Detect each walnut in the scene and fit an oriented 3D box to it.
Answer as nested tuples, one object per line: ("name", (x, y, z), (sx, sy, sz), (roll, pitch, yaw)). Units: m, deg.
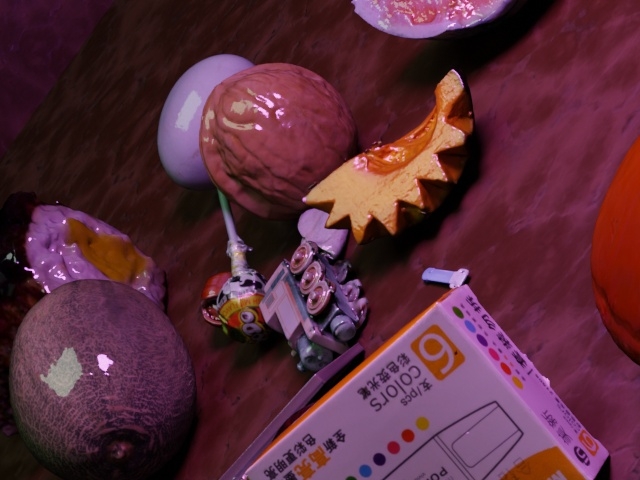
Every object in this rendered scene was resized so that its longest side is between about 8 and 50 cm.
("walnut", (-0.060, -0.140, 2.220), (0.228, 0.228, 0.228), (-40, 28, 26))

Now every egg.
("egg", (-0.166, -0.184, 2.524), (0.168, 0.168, 0.231), (-7, 54, 58))

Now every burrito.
("burrito", (0.003, -0.001, 2.136), (0.074, 0.044, 0.118), (-19, 38, 21))

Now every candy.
("candy", (-0.116, 0.013, 2.197), (0.083, 0.091, 0.305), (-16, 49, 0))

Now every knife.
("knife", (0.145, 0.043, 1.873), (0.027, 0.010, 0.096), (-59, 23, -11))

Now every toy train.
("toy train", (-0.008, 0.085, 2.013), (0.125, 0.081, 0.194), (-56, 27, 18))

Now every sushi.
("sushi", (-0.429, 0.107, 2.458), (0.294, 0.299, 0.281), (-43, 11, 26))

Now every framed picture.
("framed picture", (-0.033, 0.205, 1.822), (0.189, 0.023, 0.260), (-48, -6, 11))

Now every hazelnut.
("hazelnut", (-0.127, 0.083, 2.227), (0.086, 0.086, 0.086), (-40, 28, 26))

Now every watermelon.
("watermelon", (0.192, -0.364, 2.119), (0.305, 0.180, 0.224), (-43, 12, 26))

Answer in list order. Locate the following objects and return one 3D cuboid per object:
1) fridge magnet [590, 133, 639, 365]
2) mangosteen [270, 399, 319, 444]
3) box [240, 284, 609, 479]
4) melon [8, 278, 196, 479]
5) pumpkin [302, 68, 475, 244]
("fridge magnet", (0.385, -0.034, 1.375), (0.363, 0.155, 0.363), (-40, 28, 27))
("mangosteen", (0.026, 0.239, 1.669), (0.172, 0.172, 0.184), (-47, 0, 13))
("box", (0.096, 0.206, 1.495), (0.274, 0.221, 0.091), (-45, -6, 20))
("melon", (-0.294, 0.186, 2.164), (0.248, 0.248, 0.329), (-45, 36, 17))
("pumpkin", (0.125, -0.080, 1.998), (0.254, 0.149, 0.130), (-41, 70, 15))
